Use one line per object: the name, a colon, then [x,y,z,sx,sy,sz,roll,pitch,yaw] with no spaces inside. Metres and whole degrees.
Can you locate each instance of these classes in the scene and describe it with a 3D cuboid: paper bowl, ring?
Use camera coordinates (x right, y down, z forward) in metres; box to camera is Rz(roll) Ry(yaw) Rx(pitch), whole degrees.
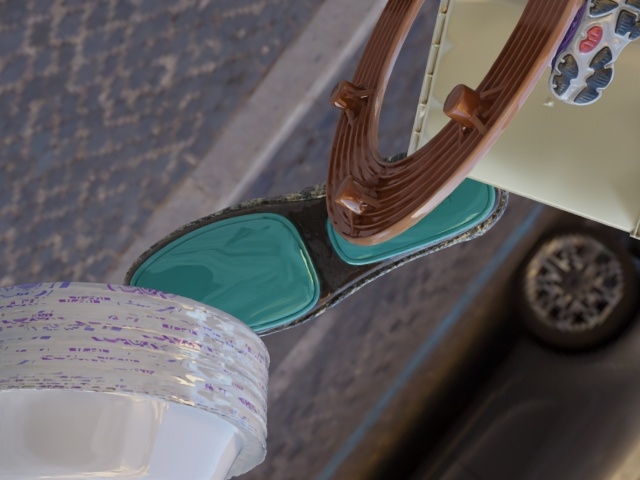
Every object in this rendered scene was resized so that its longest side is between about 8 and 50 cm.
paper bowl: [-0.185,0.152,1.253,0.284,0.284,0.148,59,29,-62]
ring: [0.086,-0.152,1.028,0.336,0.032,0.336,-52,-159,29]

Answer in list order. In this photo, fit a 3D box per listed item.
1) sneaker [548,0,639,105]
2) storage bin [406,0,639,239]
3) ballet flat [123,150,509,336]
sneaker: [0.249,-0.202,1.362,0.068,0.071,0.170,23,123,-18]
storage bin: [0.244,-0.168,1.551,0.123,0.262,0.260,-57,163,-48]
ballet flat: [0.000,0.000,1.878,0.483,0.164,0.182,-21,-174,5]
